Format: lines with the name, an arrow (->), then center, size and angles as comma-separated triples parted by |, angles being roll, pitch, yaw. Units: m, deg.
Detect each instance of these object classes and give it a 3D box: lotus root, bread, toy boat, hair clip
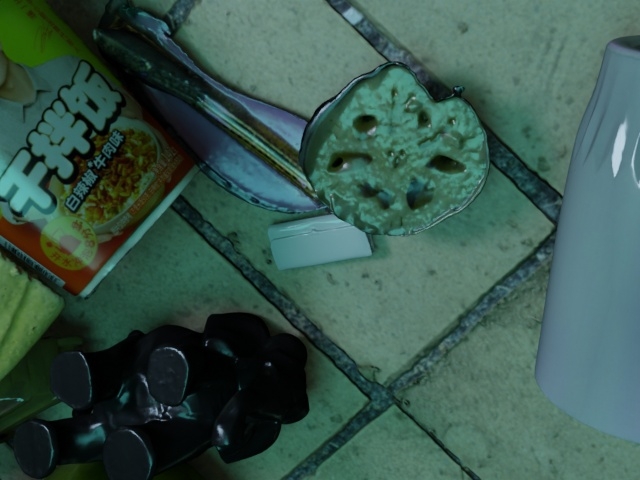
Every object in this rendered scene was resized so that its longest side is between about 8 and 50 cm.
lotus root -> 0.085, -0.104, 1.115 | 0.203, 0.078, 0.183 | -27, 104, 23
bread -> -0.434, 0.081, 1.224 | 0.135, 0.240, 0.178 | 44, 79, -32
toy boat -> -0.492, 0.248, 1.385 | 0.445, 0.162, 0.136 | -28, 66, 25
hair clip -> -0.122, -0.142, 1.177 | 0.358, 0.095, 0.110 | 37, 77, -8

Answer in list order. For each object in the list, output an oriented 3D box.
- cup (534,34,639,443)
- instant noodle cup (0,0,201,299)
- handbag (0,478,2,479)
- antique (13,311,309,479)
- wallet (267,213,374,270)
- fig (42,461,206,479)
cup -> 0.349, 0.001, 0.977 | 0.253, 0.253, 0.372 | 7, 110, 15
instant noodle cup -> -0.314, -0.106, 1.134 | 0.308, 0.294, 0.294 | 43, 116, -10
handbag -> -0.480, 0.467, 1.318 | 0.133, 0.283, 0.401 | 2, 142, 17
antique -> -0.170, 0.185, 1.210 | 0.322, 0.255, 0.185 | -6, 87, 32
wallet -> 0.000, 0.000, 1.206 | 0.122, 0.025, 0.061 | -9, 109, 20
fig -> -0.271, 0.415, 1.288 | 0.316, 0.316, 0.316 | 6, 111, 15
